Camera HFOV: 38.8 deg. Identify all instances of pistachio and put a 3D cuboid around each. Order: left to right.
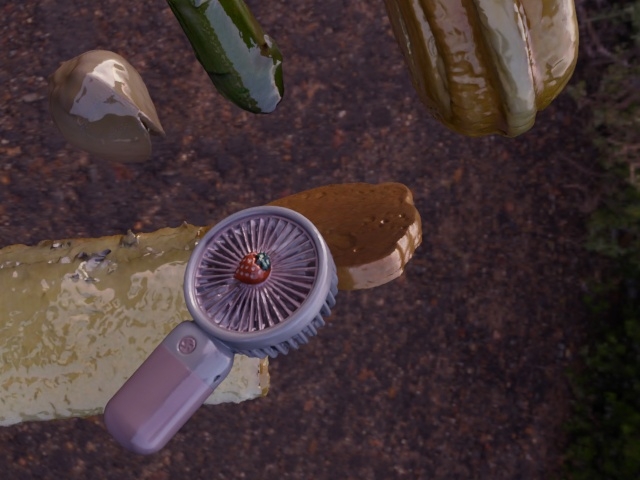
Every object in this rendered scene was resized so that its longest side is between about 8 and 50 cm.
[{"bbox_3d":[-0.278,-0.168,1.180,0.152,0.223,0.126,32,80,6],"label":"pistachio"}]

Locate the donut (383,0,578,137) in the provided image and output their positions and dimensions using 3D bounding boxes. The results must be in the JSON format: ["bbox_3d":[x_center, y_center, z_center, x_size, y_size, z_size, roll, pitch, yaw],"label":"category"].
[{"bbox_3d":[0.171,-0.325,1.125,0.198,0.449,0.448,-19,106,7],"label":"donut"}]

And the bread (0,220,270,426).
[{"bbox_3d":[-0.257,0.102,1.145,0.375,0.165,0.236,-5,83,-2],"label":"bread"}]

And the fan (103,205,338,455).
[{"bbox_3d":[-0.087,0.079,0.776,0.244,0.130,0.074,-49,149,-11],"label":"fan"}]

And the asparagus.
[{"bbox_3d":[-0.125,-0.255,0.892,0.082,0.085,0.343,-30,139,4],"label":"asparagus"}]

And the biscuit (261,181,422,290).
[{"bbox_3d":[0.000,0.000,1.358,0.312,0.351,0.057,-13,112,0],"label":"biscuit"}]
